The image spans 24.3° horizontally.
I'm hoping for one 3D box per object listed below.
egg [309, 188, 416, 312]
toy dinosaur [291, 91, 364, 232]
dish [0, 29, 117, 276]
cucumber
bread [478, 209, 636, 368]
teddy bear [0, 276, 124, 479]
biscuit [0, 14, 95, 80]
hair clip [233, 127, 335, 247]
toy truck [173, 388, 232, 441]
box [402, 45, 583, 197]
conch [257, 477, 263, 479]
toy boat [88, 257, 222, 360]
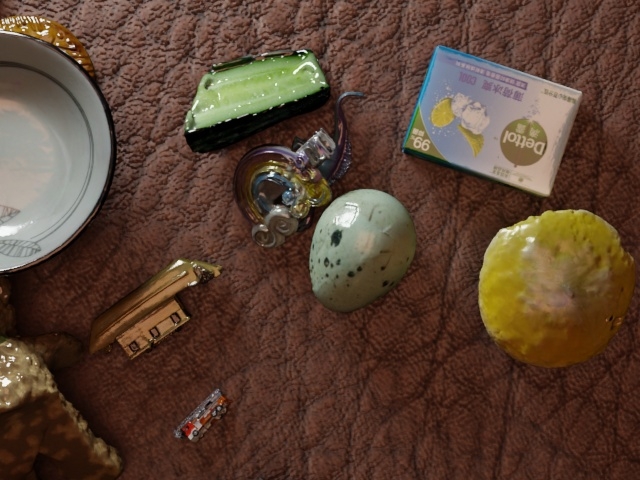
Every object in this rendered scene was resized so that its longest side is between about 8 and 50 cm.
[{"bbox_3d":[0.046,0.015,1.854,0.131,0.131,0.164,30,97,1],"label":"egg"},{"bbox_3d":[-0.001,-0.104,1.897,0.080,0.045,0.197,22,100,-3],"label":"toy dinosaur"},{"bbox_3d":[-0.403,-0.100,1.844,0.316,0.106,0.317,0,83,1],"label":"dish"},{"bbox_3d":[-0.084,-0.173,1.880,0.193,0.115,0.086,-22,134,-3],"label":"cucumber"},{"bbox_3d":[0.285,0.059,1.828,0.197,0.170,0.197,0,89,1],"label":"bread"},{"bbox_3d":[-0.404,0.196,1.870,0.246,0.222,0.296,-29,134,-4],"label":"teddy bear"},{"bbox_3d":[-0.381,-0.197,1.912,0.187,0.027,0.188,0,91,2],"label":"biscuit"},{"bbox_3d":[-0.049,-0.071,1.869,0.172,0.049,0.116,-41,87,28],"label":"hair clip"},{"bbox_3d":[-0.151,0.229,1.913,0.083,0.024,0.032,-47,67,0],"label":"toy truck"},{"bbox_3d":[0.214,-0.149,1.875,0.194,0.073,0.139,18,91,1],"label":"box"},{"bbox_3d":[-0.067,0.441,1.848,0.240,0.186,0.313,-11,110,28],"label":"conch"},{"bbox_3d":[-0.209,0.090,1.898,0.200,0.057,0.077,-36,95,1],"label":"toy boat"}]
